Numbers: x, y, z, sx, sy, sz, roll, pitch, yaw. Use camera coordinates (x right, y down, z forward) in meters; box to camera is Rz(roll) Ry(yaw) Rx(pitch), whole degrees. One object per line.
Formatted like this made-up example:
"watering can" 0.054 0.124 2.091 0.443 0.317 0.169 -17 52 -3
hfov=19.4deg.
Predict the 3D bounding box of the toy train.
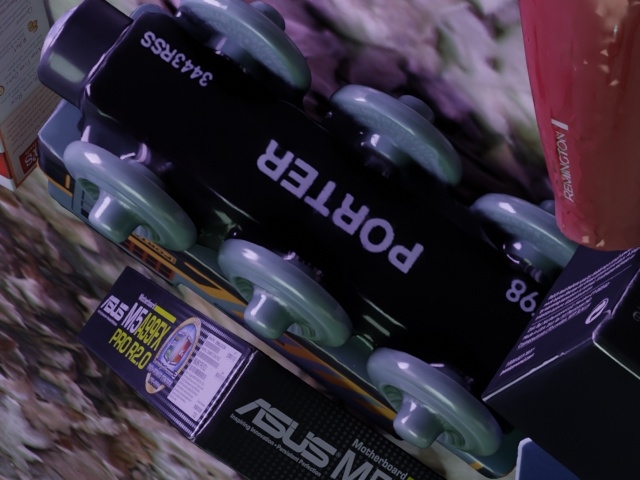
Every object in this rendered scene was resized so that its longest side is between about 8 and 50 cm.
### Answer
"toy train" 0.000 0.000 0.956 0.334 0.142 0.190 35 166 0

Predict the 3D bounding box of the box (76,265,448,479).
"box" -0.014 0.115 1.090 0.216 0.060 0.270 36 176 -21

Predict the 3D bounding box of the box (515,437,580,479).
"box" 0.204 0.117 0.888 0.225 0.036 0.136 2 147 4

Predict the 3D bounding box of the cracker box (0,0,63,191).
"cracker box" -0.235 -0.146 1.064 0.156 0.067 0.232 27 152 20

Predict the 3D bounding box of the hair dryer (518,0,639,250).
"hair dryer" 0.136 -0.074 0.536 0.223 0.080 0.293 65 151 11

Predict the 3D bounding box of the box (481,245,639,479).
"box" 0.223 0.063 0.719 0.261 0.184 0.103 39 155 -4
